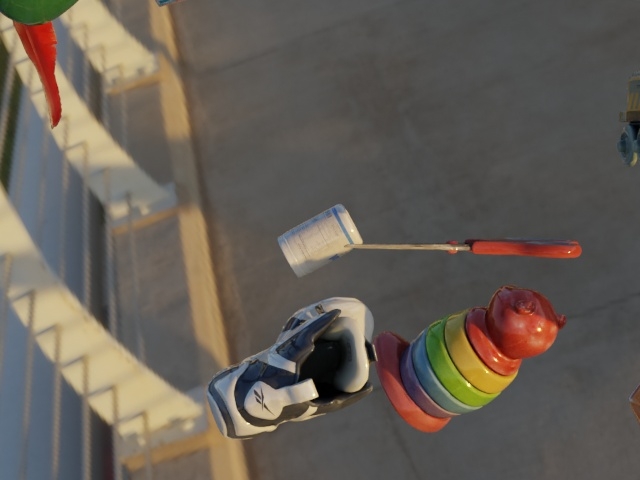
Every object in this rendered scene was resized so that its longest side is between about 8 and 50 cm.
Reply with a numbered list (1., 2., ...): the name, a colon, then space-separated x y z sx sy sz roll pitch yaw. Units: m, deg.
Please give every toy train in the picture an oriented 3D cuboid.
1. toy train: 0.609 -0.220 2.031 0.142 0.190 0.334 0 5 -3

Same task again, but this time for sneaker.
1. sneaker: 0.016 0.108 1.129 0.153 0.094 0.235 -18 2 41

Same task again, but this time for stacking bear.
1. stacking bear: 0.244 0.168 1.832 0.289 0.175 0.164 -38 39 35

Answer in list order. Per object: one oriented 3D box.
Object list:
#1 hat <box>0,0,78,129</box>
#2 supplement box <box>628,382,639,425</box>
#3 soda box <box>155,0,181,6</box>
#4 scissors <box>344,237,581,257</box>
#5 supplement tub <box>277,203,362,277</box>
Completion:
1. hat: -0.223 -0.168 0.806 0.183 0.208 0.173 -54 28 14
2. supplement box: 0.372 0.175 0.961 0.080 0.078 0.233 -48 46 -13
3. soda box: -0.170 -0.375 1.626 0.183 0.058 0.063 0 43 48
4. scissors: 0.173 0.008 1.424 0.297 0.021 0.109 0 7 -3
5. supplement tub: 0.000 0.000 1.702 0.107 0.071 0.071 -29 34 5
